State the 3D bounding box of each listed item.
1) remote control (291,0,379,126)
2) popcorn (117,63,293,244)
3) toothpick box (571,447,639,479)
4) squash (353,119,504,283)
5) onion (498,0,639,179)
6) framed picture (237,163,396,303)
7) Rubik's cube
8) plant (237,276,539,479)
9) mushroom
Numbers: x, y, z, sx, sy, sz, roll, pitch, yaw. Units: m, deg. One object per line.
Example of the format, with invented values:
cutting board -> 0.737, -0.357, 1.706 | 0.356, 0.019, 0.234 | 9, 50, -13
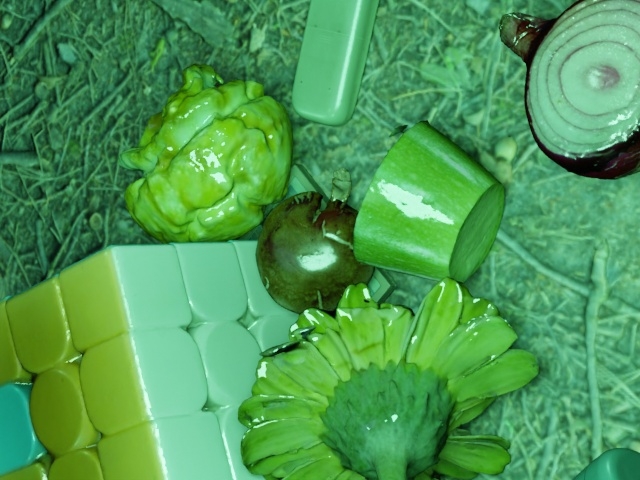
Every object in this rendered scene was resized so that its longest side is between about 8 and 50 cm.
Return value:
remote control -> 0.029, -0.286, 1.757 | 0.090, 0.038, 0.310 | 17, 100, 36
popcorn -> -0.131, -0.087, 1.773 | 0.183, 0.204, 0.221 | 40, 123, -12
toothpick box -> 0.264, 0.299, 1.504 | 0.184, 0.120, 0.120 | -46, 62, 31
squash -> 0.115, -0.033, 1.612 | 0.123, 0.170, 0.170 | 26, 105, 23
onion -> 0.269, -0.165, 1.502 | 0.218, 0.140, 0.195 | 29, 102, 35
framed picture -> -0.013, 0.032, 1.794 | 0.150, 0.015, 0.203 | -51, 60, 26
Rubik's cube -> -0.192, 0.180, 1.747 | 0.291, 0.290, 0.291 | -24, 76, 39
plant -> 0.044, 0.178, 1.550 | 0.261, 0.297, 0.306 | 36, 112, 19
mushroom -> 0.000, -0.001, 1.712 | 0.135, 0.080, 0.171 | 17, 79, -1
